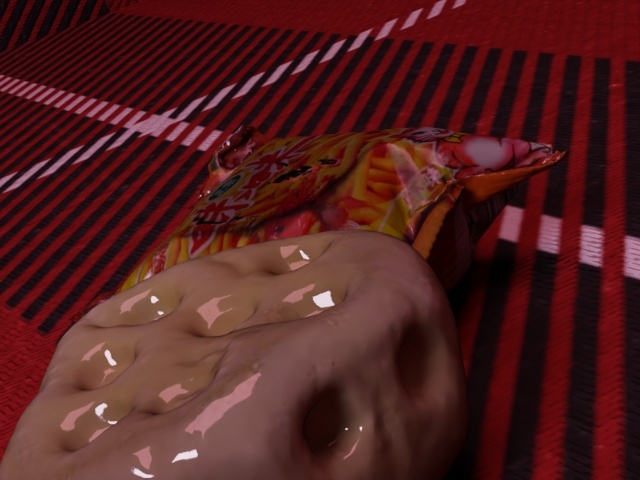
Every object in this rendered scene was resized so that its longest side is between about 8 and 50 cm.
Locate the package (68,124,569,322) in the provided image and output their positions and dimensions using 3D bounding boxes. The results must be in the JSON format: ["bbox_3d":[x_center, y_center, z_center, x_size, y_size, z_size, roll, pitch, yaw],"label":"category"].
[{"bbox_3d":[-0.005,0.004,0.812,0.288,0.108,0.223,-1,33,44],"label":"package"}]

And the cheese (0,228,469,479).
[{"bbox_3d":[-0.043,0.085,0.602,0.235,0.117,0.218,-28,22,-14],"label":"cheese"}]
